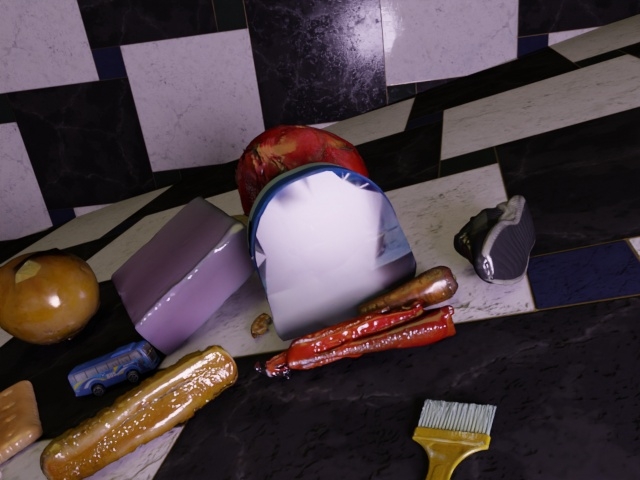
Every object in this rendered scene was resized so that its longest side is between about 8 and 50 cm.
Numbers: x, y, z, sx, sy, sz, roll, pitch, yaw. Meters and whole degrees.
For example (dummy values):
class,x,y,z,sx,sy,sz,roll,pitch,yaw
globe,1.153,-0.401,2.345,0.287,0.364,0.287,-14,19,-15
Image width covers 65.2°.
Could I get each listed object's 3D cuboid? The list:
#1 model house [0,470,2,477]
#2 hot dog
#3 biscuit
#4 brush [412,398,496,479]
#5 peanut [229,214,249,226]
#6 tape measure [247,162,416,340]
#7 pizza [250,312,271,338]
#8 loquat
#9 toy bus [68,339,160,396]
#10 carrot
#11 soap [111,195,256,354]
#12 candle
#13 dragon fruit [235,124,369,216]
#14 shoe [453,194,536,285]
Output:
class,x,y,z,sx,sy,sz,roll,pitch,yaw
model house,-0.344,0.330,0.412,0.202,0.237,0.237,-19,16,25
hot dog,-0.257,0.250,0.734,0.289,0.083,0.068,-29,3,-20
biscuit,-0.587,0.337,0.893,0.160,0.030,0.250,-32,23,-25
brush,0.115,0.237,0.496,0.083,0.011,0.205,-6,26,33
peanut,-0.236,-0.003,1.265,0.275,0.125,0.111,3,10,35
tape measure,0.001,0.002,0.862,0.259,0.262,0.138,-23,11,-7
pizza,-0.108,0.154,0.904,0.037,0.016,0.083,-19,17,10
loquat,-0.640,0.131,1.176,0.235,0.235,0.235,-19,21,7
toy bus,-0.373,0.232,0.905,0.153,0.061,0.051,-22,16,3
carrot,0.136,0.088,0.783,0.162,0.055,0.055,-23,21,3
soap,-0.286,0.052,1.057,0.285,0.107,0.296,-45,34,-9
candle,0.045,0.146,0.718,0.302,0.059,0.084,-19,12,8
dragon fruit,-0.038,-0.116,1.133,0.302,0.295,0.296,7,9,-26
shoe,0.272,0.005,0.809,0.112,0.099,0.227,-12,18,41
